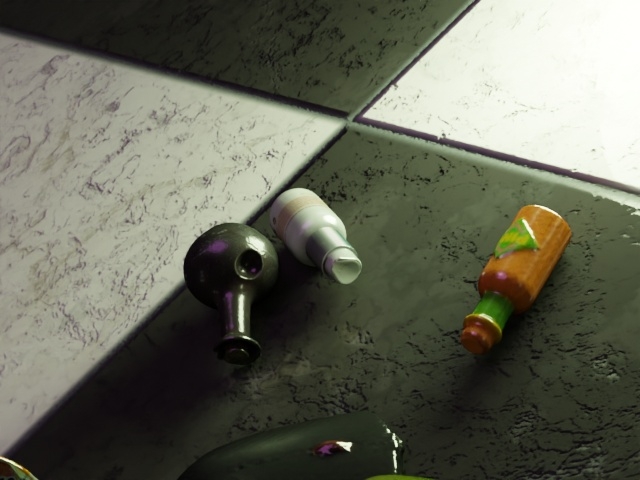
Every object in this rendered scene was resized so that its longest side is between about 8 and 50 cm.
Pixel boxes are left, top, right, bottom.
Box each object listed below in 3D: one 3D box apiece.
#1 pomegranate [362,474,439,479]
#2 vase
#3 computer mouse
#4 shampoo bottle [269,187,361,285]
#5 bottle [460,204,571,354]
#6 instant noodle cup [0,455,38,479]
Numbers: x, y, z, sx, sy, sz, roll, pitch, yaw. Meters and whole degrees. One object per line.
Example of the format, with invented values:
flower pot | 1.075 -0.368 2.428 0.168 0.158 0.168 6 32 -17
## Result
pomegranate | 0.058 0.306 1.558 0.210 0.179 0.179 -26 27 49
vase | -0.105 0.069 2.067 0.120 0.120 0.183 -20 50 18
computer mouse | -0.055 0.259 1.779 0.295 0.087 0.168 -26 30 6
shampoo bottle | 0.000 0.000 2.091 0.074 0.074 0.192 -36 34 -6
bottle | 0.207 0.047 1.857 0.069 0.069 0.187 1 46 41
instant noodle cup | -0.411 0.315 1.926 0.205 0.205 0.153 -39 23 -11
